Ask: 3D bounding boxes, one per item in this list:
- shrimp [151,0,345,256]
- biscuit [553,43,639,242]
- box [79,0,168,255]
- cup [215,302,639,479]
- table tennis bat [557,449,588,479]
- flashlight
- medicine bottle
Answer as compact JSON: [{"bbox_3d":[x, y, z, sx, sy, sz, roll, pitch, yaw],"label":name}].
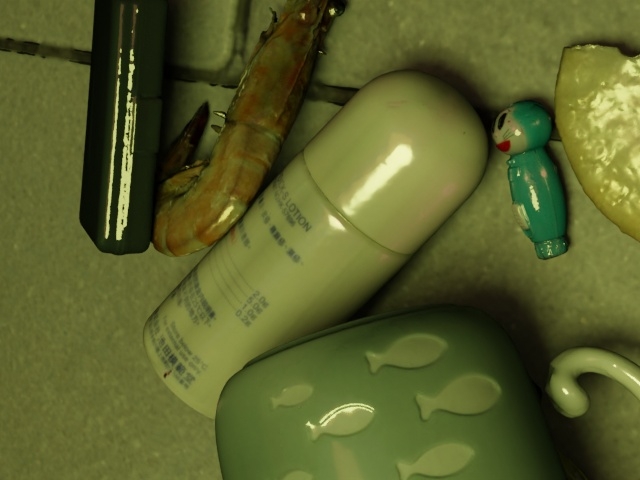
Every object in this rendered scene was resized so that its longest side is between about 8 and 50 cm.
[{"bbox_3d":[-0.072,-0.119,1.093,0.169,0.058,0.296,16,76,54],"label":"shrimp"},{"bbox_3d":[0.294,-0.076,0.952,0.265,0.040,0.188,33,110,18],"label":"biscuit"},{"bbox_3d":[-0.178,-0.111,1.112,0.050,0.160,0.230,3,99,-18],"label":"box"},{"bbox_3d":[0.107,0.187,0.935,0.357,0.259,0.274,-18,78,1],"label":"cup"},{"bbox_3d":[0.192,0.282,1.035,0.369,0.054,0.224,20,102,26],"label":"table tennis bat"},{"bbox_3d":[0.175,-0.050,1.006,0.051,0.051,0.129,-16,94,25],"label":"flashlight"},{"bbox_3d":[0.000,0.000,1.045,0.130,0.130,0.341,48,112,13],"label":"medicine bottle"}]
